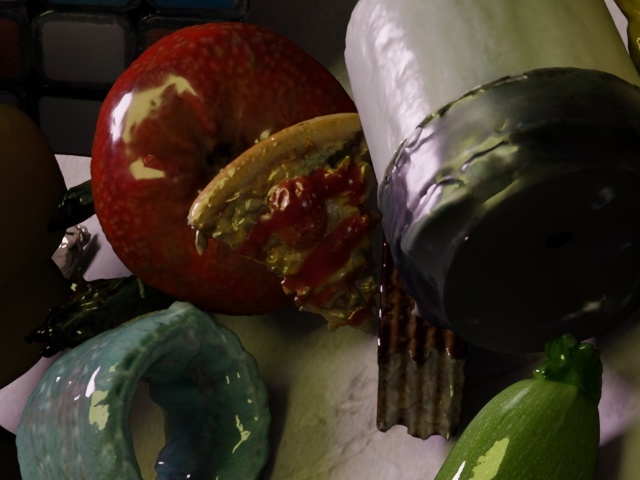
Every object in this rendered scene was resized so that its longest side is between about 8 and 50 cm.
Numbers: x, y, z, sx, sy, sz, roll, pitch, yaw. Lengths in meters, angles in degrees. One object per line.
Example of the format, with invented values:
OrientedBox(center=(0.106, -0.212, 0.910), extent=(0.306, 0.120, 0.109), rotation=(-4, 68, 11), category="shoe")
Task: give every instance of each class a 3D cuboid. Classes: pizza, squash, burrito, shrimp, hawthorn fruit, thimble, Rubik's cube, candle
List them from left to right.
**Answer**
OrientedBox(center=(-0.343, 0.062, 1.978), extent=(0.188, 0.045, 0.058), rotation=(-57, 4, 3), category="burrito")
OrientedBox(center=(-0.250, -0.324, 1.787), extent=(0.359, 0.363, 0.362), rotation=(96, 177, -47), category="Rubik's cube")
OrientedBox(center=(-0.203, 0.018, 1.577), extent=(0.075, 0.289, 0.178), rotation=(-25, 85, 35), category="shrimp")
OrientedBox(center=(-0.153, 0.166, 1.428), extent=(0.143, 0.198, 0.235), rotation=(-20, 52, 44), category="thimble")
OrientedBox(center=(-0.092, -0.078, 1.518), extent=(0.275, 0.275, 0.300), rotation=(-52, 27, 8), category="hawthorn fruit")
OrientedBox(center=(0.000, 0.000, 1.377), extent=(0.188, 0.199, 0.062), rotation=(-34, 13, -8), category="pizza")
OrientedBox(center=(0.091, 0.244, 1.080), extent=(0.107, 0.107, 0.395), rotation=(9, 70, 59), category="squash")
OrientedBox(center=(0.132, -0.100, 1.200), extent=(0.221, 0.221, 0.343), rotation=(-41, 43, 26), category="candle")

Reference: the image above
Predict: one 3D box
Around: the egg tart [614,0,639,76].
OrientedBox(center=(0.290, -0.197, 1.088), extent=(0.132, 0.345, 0.345), rotation=(-16, 33, -4), category="egg tart")

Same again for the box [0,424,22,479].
OrientedBox(center=(-0.435, 0.270, 1.807), extent=(0.273, 0.143, 0.184), rotation=(12, 72, 60), category="box")

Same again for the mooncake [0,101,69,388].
OrientedBox(center=(-0.468, -0.034, 1.646), extent=(0.467, 0.467, 0.262), rotation=(-21, 9, 46), category="mooncake")

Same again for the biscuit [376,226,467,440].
OrientedBox(center=(0.083, 0.038, 1.288), extent=(0.106, 0.070, 0.252), rotation=(88, -175, -49), category="biscuit")
